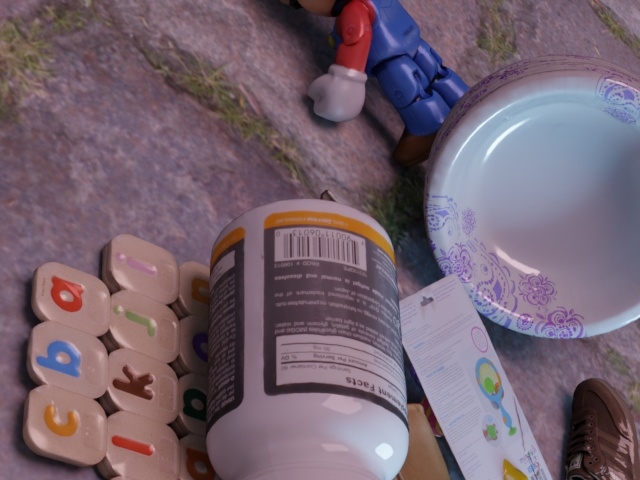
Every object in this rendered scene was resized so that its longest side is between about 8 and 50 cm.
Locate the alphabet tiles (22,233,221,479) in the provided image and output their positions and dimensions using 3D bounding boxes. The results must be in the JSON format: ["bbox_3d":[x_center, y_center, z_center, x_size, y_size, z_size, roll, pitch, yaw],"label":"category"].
[{"bbox_3d":[-0.121,0.133,1.168,0.278,0.021,0.284,24,47,-34],"label":"alphabet tiles"}]

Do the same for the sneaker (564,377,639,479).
[{"bbox_3d":[0.286,0.225,1.468,0.071,0.066,0.188,12,52,-32],"label":"sneaker"}]

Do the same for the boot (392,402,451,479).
[{"bbox_3d":[0.050,0.279,1.187,0.236,0.089,0.270,1,58,-48],"label":"boot"}]

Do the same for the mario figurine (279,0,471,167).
[{"bbox_3d":[0.031,-0.234,1.550,0.320,0.170,0.198,56,1,-13],"label":"mario figurine"}]

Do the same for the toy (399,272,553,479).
[{"bbox_3d":[0.134,0.162,1.372,0.137,0.056,0.237,-23,84,-54],"label":"toy"}]

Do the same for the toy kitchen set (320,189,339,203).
[{"bbox_3d":[0.000,0.000,1.381,0.068,0.075,0.083,52,-1,-6],"label":"toy kitchen set"}]

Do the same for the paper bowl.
[{"bbox_3d":[0.250,-0.053,1.474,0.284,0.284,0.148,44,19,-11],"label":"paper bowl"}]

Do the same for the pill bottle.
[{"bbox_3d":[-0.012,0.117,1.149,0.162,0.162,0.278,24,48,-31],"label":"pill bottle"}]
